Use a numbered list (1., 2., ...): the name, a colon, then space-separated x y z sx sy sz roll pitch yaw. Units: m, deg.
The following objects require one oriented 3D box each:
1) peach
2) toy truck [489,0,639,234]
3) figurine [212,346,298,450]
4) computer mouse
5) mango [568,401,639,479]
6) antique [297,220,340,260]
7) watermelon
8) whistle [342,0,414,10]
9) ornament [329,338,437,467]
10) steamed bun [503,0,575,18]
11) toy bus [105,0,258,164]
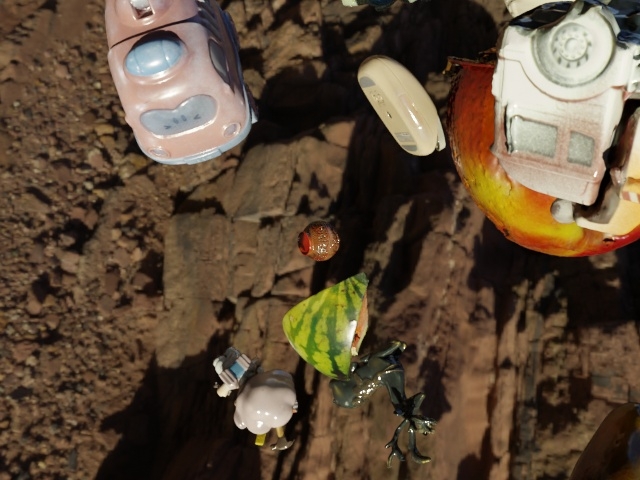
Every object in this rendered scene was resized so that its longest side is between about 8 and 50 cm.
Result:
1. peach: 0.367 -0.175 1.034 0.353 0.338 0.417 115 -30 -44
2. toy truck: 0.232 -0.063 0.351 0.114 0.270 0.135 -34 132 -41
3. figurine: -0.122 0.290 1.237 0.137 0.229 0.112 -34 146 -25
4. computer mouse: 0.169 -0.279 1.315 0.082 0.145 0.237 -41 105 -8
5. mango: 0.489 0.393 1.069 0.268 0.111 0.133 -52 175 -21
6. antique: 0.000 0.000 1.560 0.104 0.103 0.104 2 90 -66
7. watermelon: 0.030 0.176 1.109 0.303 0.159 0.129 81 -13 -65
8. whistle: 0.167 -0.618 1.594 0.114 0.235 0.077 56 33 -57
9. ornament: 0.119 0.336 1.238 0.080 0.202 0.236 25 33 -45
10. steamed bun: 0.391 -0.493 0.911 0.374 0.241 0.375 -5 96 -59
11. toy bus: -0.230 -0.279 0.989 0.232 0.197 0.295 59 17 -74
